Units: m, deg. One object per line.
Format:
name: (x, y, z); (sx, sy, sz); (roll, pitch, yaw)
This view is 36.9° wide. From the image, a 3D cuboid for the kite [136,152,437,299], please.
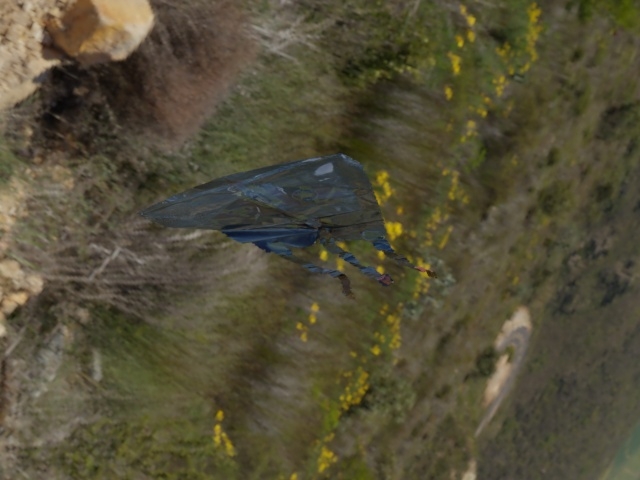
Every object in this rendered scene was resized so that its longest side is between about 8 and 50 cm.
kite: (0.000, -0.001, 0.627); (0.245, 0.141, 0.015); (34, 50, -58)
